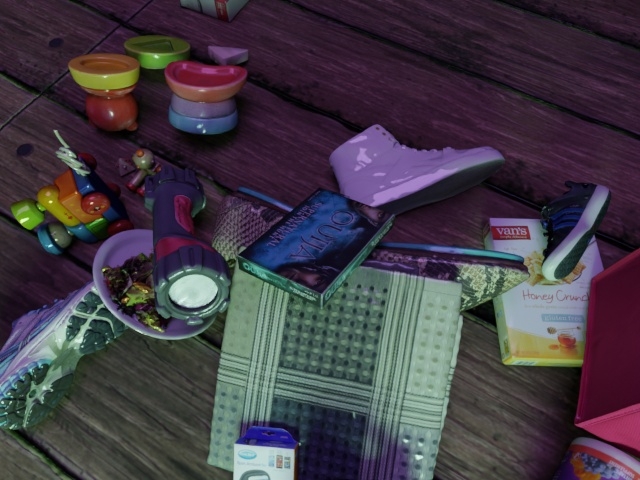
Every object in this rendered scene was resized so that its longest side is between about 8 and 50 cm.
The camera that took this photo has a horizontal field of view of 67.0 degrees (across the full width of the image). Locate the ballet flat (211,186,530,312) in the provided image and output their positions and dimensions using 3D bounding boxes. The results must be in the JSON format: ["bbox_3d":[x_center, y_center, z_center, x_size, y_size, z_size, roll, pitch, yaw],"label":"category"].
[{"bbox_3d":[0.050,0.055,0.743,0.483,0.164,0.181,15,85,14],"label":"ballet flat"}]

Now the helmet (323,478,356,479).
[{"bbox_3d":[0.030,0.381,0.546,0.170,0.169,0.161,0,97,0],"label":"helmet"}]

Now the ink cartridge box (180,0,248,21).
[{"bbox_3d":[-0.245,-0.573,1.113,0.135,0.056,0.099,23,66,12],"label":"ink cartridge box"}]

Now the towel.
[{"bbox_3d":[0.017,0.178,0.649,0.312,0.056,0.324,9,92,11],"label":"towel"}]

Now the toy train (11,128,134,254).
[{"bbox_3d":[-0.406,-0.068,0.744,0.143,0.248,0.105,-26,65,-8],"label":"toy train"}]

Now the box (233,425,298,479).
[{"bbox_3d":[-0.070,0.312,0.622,0.081,0.028,0.136,0,92,10],"label":"box"}]

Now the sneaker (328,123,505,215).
[{"bbox_3d":[0.162,-0.149,0.857,0.293,0.108,0.169,-18,67,-7],"label":"sneaker"}]

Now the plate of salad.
[{"bbox_3d":[-0.235,0.056,0.728,0.200,0.048,0.199,30,35,-24],"label":"plate of salad"}]

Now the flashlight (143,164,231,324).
[{"bbox_3d":[-0.199,-0.013,0.722,0.103,0.103,0.304,-30,38,4],"label":"flashlight"}]

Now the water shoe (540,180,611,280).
[{"bbox_3d":[0.381,-0.017,0.764,0.080,0.072,0.203,25,57,37],"label":"water shoe"}]

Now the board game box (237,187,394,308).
[{"bbox_3d":[0.000,0.000,0.633,0.126,0.026,0.186,22,44,25],"label":"board game box"}]

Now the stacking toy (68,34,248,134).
[{"bbox_3d":[-0.293,-0.301,0.972,0.309,0.130,0.279,10,37,3],"label":"stacking toy"}]

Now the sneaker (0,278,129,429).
[{"bbox_3d":[-0.390,0.125,0.721,0.122,0.110,0.283,23,59,27],"label":"sneaker"}]

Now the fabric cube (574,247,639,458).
[{"bbox_3d":[0.509,0.145,0.572,0.258,0.254,0.259,29,56,1],"label":"fabric cube"}]

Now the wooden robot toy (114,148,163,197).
[{"bbox_3d":[-0.309,-0.125,0.864,0.173,0.079,0.076,26,65,14],"label":"wooden robot toy"}]

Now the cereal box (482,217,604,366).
[{"bbox_3d":[0.362,0.076,0.768,0.173,0.047,0.240,1,62,0],"label":"cereal box"}]

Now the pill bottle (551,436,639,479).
[{"bbox_3d":[0.321,0.353,0.589,0.108,0.108,0.193,35,68,17],"label":"pill bottle"}]
